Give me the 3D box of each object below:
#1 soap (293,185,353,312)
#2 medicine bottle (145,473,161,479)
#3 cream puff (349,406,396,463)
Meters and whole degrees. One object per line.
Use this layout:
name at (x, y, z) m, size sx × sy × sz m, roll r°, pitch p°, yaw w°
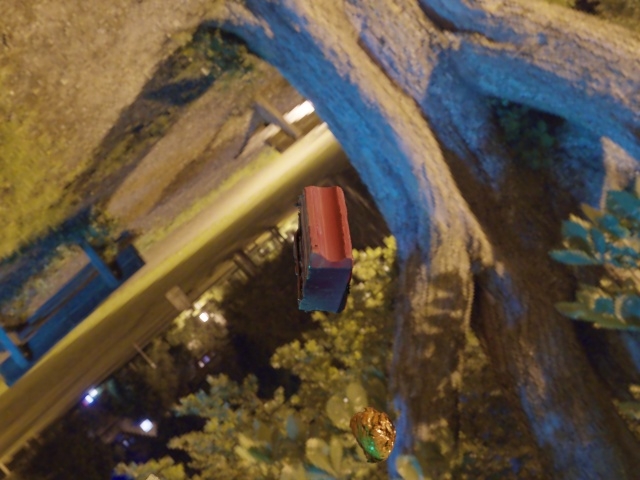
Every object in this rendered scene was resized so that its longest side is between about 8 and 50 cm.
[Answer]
soap at (0.000, 0.000, 1.588) m, size 0.162 × 0.099 × 0.250 m, roll 97°, pitch -10°, yaw -47°
medicine bottle at (-0.321, 0.511, 1.614) m, size 0.047 × 0.083 × 0.047 m, roll -55°, pitch 176°, yaw -6°
cream puff at (0.131, 0.466, 1.938) m, size 0.104 × 0.133 × 0.119 m, roll -21°, pitch 137°, yaw 0°
